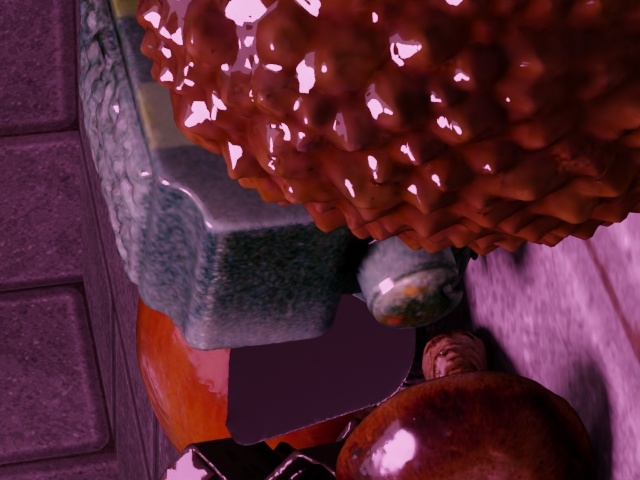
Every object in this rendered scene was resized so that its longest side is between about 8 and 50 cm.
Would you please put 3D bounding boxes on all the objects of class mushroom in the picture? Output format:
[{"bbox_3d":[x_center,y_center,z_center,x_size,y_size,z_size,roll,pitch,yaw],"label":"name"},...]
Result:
[{"bbox_3d":[0.079,0.111,1.024,0.217,0.148,0.227,-86,6,-48],"label":"mushroom"}]

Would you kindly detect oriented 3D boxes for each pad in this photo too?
[{"bbox_3d":[0.000,0.000,1.204,0.181,0.004,0.267,-23,54,41],"label":"pad"}]

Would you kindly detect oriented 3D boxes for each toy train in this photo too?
[{"bbox_3d":[-0.019,-0.073,1.060,0.167,0.238,0.299,104,155,-51],"label":"toy train"}]

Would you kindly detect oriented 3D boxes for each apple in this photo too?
[{"bbox_3d":[-0.044,0.090,1.527,0.179,0.254,0.346,-39,-46,-55],"label":"apple"}]

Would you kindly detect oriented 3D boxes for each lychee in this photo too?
[{"bbox_3d":[0.051,-0.117,0.684,0.267,0.268,0.267,173,90,-78],"label":"lychee"}]

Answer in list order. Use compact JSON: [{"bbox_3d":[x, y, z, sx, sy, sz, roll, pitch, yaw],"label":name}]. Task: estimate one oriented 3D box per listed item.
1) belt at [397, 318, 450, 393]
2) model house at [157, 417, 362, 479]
[{"bbox_3d":[0.040,0.017,1.224,0.053,0.071,0.232,84,173,-53],"label":"belt"},{"bbox_3d":[0.005,0.228,1.296,0.211,0.204,0.243,45,-165,19],"label":"model house"}]
